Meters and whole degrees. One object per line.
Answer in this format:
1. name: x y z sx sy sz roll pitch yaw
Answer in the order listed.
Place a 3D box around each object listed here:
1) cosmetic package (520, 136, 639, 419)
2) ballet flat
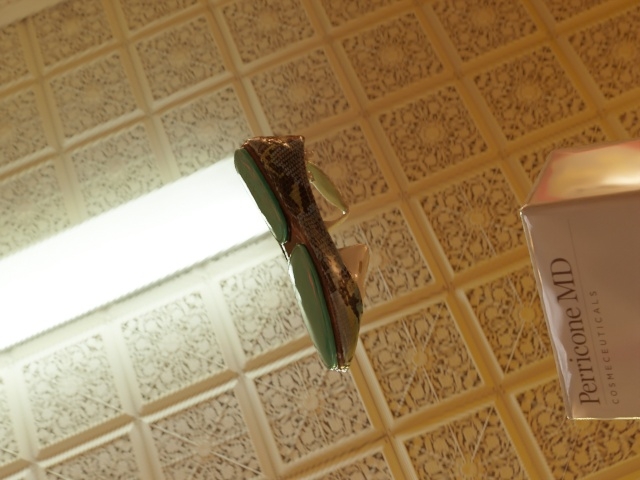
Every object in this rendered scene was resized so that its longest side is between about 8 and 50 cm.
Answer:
1. cosmetic package: 0.428 0.016 0.762 0.453 0.230 0.161 -7 -159 29
2. ballet flat: 0.000 0.000 0.638 0.070 0.070 0.188 -24 -107 0
